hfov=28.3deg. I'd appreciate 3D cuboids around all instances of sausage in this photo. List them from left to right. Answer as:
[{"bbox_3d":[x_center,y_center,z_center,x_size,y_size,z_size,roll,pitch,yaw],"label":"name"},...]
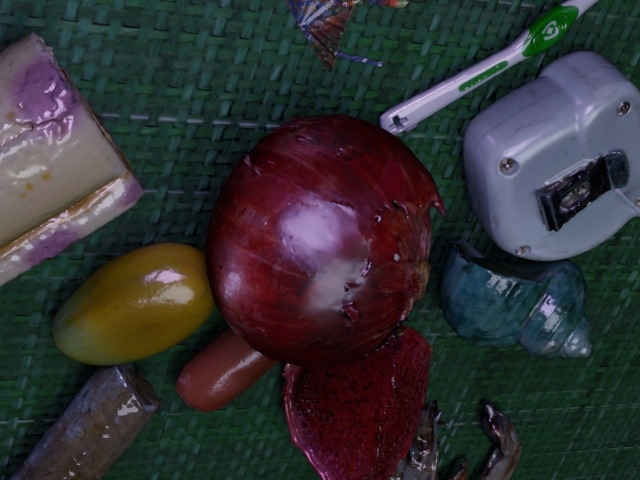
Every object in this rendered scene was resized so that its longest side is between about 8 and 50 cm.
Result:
[{"bbox_3d":[-0.092,0.133,1.522,0.194,0.077,0.077,-40,133,8],"label":"sausage"}]

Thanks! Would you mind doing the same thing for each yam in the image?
[{"bbox_3d":[-0.287,0.250,1.499,0.093,0.093,0.259,27,110,-40],"label":"yam"}]

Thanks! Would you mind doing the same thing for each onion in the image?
[{"bbox_3d":[0.000,0.000,1.357,0.276,0.276,0.276,-14,131,-17],"label":"onion"}]

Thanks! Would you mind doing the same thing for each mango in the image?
[{"bbox_3d":[-0.205,0.073,1.401,0.194,0.092,0.130,-21,134,-5],"label":"mango"}]

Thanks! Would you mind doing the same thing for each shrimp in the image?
[{"bbox_3d":[0.190,0.331,1.830,0.247,0.085,0.360,-31,138,-15],"label":"shrimp"}]

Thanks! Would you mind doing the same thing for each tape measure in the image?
[{"bbox_3d":[0.299,-0.084,1.519,0.246,0.125,0.243,-33,133,-2],"label":"tape measure"}]

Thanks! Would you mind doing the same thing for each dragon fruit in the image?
[{"bbox_3d":[0.043,0.179,1.609,0.126,0.161,0.274,-26,131,-56],"label":"dragon fruit"}]

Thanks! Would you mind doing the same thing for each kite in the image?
[{"bbox_3d":[0.028,-0.255,1.318,0.160,0.010,0.183,2,124,-30],"label":"kite"}]

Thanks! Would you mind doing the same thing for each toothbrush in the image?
[{"bbox_3d":[0.247,-0.235,1.438,0.418,0.040,0.042,-30,131,2],"label":"toothbrush"}]

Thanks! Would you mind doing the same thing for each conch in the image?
[{"bbox_3d":[0.250,0.081,1.595,0.202,0.196,0.134,13,100,9],"label":"conch"}]

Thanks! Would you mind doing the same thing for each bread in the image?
[{"bbox_3d":[-0.357,-0.039,1.188,0.338,0.155,0.187,-32,142,-5],"label":"bread"}]
